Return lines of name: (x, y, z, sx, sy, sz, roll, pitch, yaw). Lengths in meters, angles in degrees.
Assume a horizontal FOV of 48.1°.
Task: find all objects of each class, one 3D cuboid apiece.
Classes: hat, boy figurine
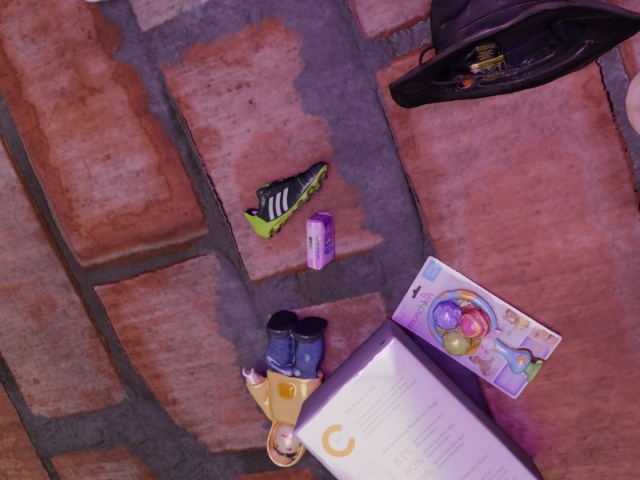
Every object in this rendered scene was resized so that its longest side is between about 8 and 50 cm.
hat: (0.216, -0.262, 0.845, 0.331, 0.331, 0.134, -12, 87, 25)
boy figurine: (-0.058, 0.267, 1.269, 0.177, 0.092, 0.285, 12, 111, 14)

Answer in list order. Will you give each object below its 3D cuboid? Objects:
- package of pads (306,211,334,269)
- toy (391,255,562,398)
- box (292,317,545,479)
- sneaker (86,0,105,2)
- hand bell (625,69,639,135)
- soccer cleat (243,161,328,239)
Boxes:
package of pads: (0.000, 0.000, 1.162, 0.032, 0.050, 0.083, 8, 113, 24)
toy: (0.237, 0.146, 1.126, 0.237, 0.056, 0.137, 31, 117, 7)
box: (0.157, 0.327, 1.127, 0.215, 0.168, 0.345, -45, 90, 5)
sneaker: (-0.485, -0.473, 1.071, 0.365, 0.210, 0.137, 36, 119, 4)
hand bell: (0.427, -0.142, 0.833, 0.126, 0.242, 0.126, 7, 113, 18)
soccer cleat: (-0.059, -0.074, 1.152, 0.072, 0.060, 0.179, 47, 122, 0)
